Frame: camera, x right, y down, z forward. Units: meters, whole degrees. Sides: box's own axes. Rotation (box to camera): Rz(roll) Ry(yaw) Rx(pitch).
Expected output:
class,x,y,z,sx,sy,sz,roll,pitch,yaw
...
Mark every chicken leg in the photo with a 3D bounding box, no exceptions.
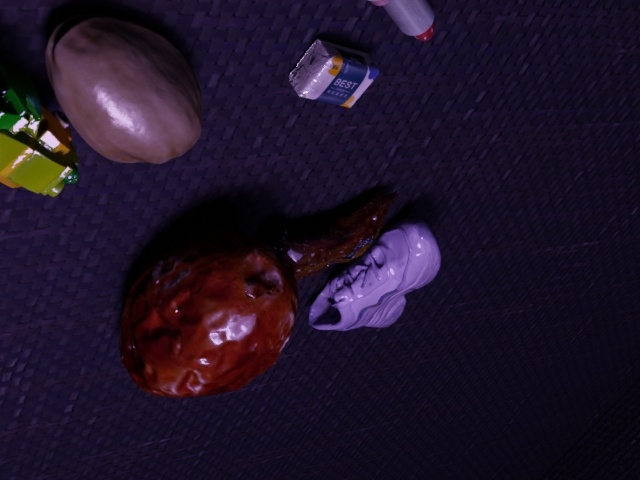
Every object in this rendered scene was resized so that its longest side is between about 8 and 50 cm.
class,x,y,z,sx,sy,sz,roll,pitch,yaw
chicken leg,0.000,0.000,1.399,0.234,0.063,0.105,-19,152,-24

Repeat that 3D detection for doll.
class,x,y,z,sx,sy,sz,roll,pitch,yaw
doll,-0.288,-0.099,0.925,0.106,0.134,0.186,-41,154,13

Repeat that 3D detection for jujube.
class,x,y,z,sx,sy,sz,roll,pitch,yaw
jujube,-0.141,0.098,1.297,0.197,0.197,0.290,-5,157,-37

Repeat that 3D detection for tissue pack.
class,x,y,z,sx,sy,sz,roll,pitch,yaw
tissue pack,0.015,-0.181,1.161,0.083,0.042,0.062,7,135,-46

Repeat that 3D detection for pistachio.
class,x,y,z,sx,sy,sz,roll,pitch,yaw
pistachio,-0.182,-0.139,0.993,0.185,0.108,0.126,33,90,-49

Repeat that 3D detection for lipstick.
class,x,y,z,sx,sy,sz,roll,pitch,yaw
lipstick,0.083,-0.255,1.106,0.063,0.057,0.186,-37,155,9

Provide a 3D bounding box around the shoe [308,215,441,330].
class,x,y,z,sx,sy,sz,roll,pitch,yaw
shoe,0.074,0.054,1.511,0.138,0.095,0.245,-14,152,-32
